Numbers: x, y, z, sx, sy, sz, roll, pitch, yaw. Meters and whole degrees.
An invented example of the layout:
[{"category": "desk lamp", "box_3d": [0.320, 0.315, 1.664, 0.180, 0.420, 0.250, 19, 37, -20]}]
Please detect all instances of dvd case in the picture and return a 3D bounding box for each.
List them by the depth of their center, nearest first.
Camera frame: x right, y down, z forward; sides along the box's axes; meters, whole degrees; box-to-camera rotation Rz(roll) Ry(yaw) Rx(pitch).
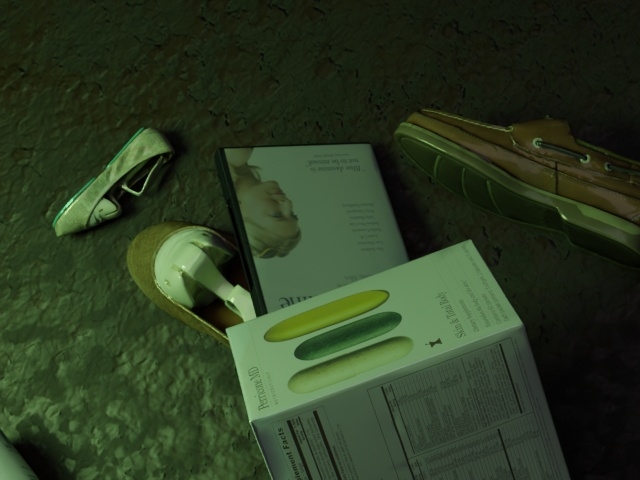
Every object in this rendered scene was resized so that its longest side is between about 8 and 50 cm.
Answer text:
[{"category": "dvd case", "box_3d": [0.000, 0.000, 1.888, 0.180, 0.022, 0.253, -3, 54, -20]}]

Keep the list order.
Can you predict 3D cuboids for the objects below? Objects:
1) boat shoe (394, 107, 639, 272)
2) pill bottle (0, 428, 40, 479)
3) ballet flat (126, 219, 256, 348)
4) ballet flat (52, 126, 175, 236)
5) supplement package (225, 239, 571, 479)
[{"category": "boat shoe", "box_3d": [0.230, -0.075, 1.881, 0.307, 0.110, 0.104, 27, 76, 13]}, {"category": "pill bottle", "box_3d": [-0.338, 0.324, 1.869, 0.160, 0.160, 0.283, -42, 65, -1]}, {"category": "ballet flat", "box_3d": [-0.086, 0.065, 1.907, 0.342, 0.124, 0.116, 37, 84, 25]}, {"category": "ballet flat", "box_3d": [-0.232, -0.058, 2.035, 0.052, 0.057, 0.168, 42, 86, 15]}, {"category": "supplement package", "box_3d": [0.072, 0.161, 1.723, 0.263, 0.198, 0.199, -20, 25, -1]}]
